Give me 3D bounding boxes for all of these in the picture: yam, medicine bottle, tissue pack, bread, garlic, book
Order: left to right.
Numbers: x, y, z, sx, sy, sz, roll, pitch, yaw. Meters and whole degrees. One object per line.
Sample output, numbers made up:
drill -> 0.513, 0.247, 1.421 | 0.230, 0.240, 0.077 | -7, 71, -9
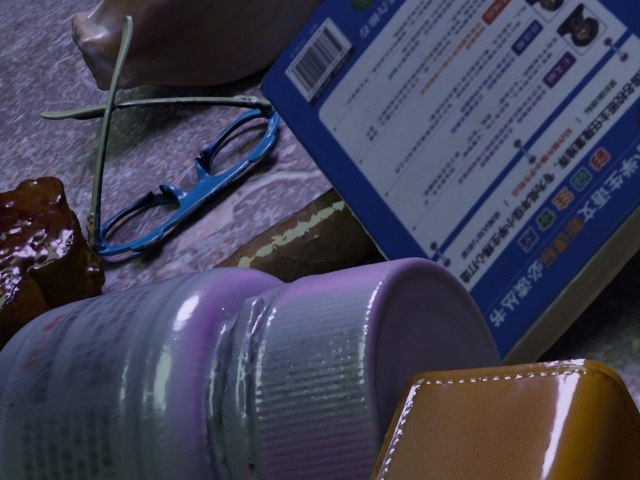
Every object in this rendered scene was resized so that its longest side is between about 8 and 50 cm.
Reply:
bread -> -0.322, 0.047, 1.777 | 0.232, 0.135, 0.246 | -16, 34, 27
garlic -> -0.115, -0.325, 1.991 | 0.231, 0.246, 0.340 | -102, 33, -58
medicine bottle -> -0.052, 0.143, 1.272 | 0.325, 0.256, 0.256 | -15, 35, 30
yam -> 0.000, 0.000, 1.601 | 0.357, 0.081, 0.081 | -33, 31, -1
book -> 0.130, -0.119, 1.477 | 0.300, 0.039, 0.428 | -50, 45, 15
tissue pack -> 0.112, 0.230, 1.058 | 0.145, 0.194, 0.274 | -12, 37, 32

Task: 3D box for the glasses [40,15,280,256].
glasses -> -0.173, -0.111, 1.860 | 0.239, 0.207, 0.102 | -36, -6, -8
